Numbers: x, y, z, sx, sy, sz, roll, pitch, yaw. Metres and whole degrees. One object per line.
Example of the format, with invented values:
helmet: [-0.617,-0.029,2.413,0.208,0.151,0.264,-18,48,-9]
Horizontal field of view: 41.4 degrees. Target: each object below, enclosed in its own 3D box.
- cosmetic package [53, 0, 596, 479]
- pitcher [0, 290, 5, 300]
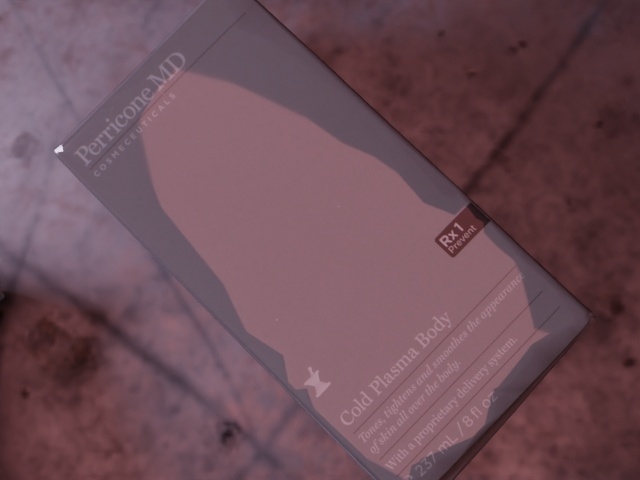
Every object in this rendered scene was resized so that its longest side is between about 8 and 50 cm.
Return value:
cosmetic package: [0.000,0.000,0.427,0.238,0.107,0.127,42,88,4]
pitcher: [-0.273,0.098,0.411,0.177,0.125,0.207,15,75,-4]
